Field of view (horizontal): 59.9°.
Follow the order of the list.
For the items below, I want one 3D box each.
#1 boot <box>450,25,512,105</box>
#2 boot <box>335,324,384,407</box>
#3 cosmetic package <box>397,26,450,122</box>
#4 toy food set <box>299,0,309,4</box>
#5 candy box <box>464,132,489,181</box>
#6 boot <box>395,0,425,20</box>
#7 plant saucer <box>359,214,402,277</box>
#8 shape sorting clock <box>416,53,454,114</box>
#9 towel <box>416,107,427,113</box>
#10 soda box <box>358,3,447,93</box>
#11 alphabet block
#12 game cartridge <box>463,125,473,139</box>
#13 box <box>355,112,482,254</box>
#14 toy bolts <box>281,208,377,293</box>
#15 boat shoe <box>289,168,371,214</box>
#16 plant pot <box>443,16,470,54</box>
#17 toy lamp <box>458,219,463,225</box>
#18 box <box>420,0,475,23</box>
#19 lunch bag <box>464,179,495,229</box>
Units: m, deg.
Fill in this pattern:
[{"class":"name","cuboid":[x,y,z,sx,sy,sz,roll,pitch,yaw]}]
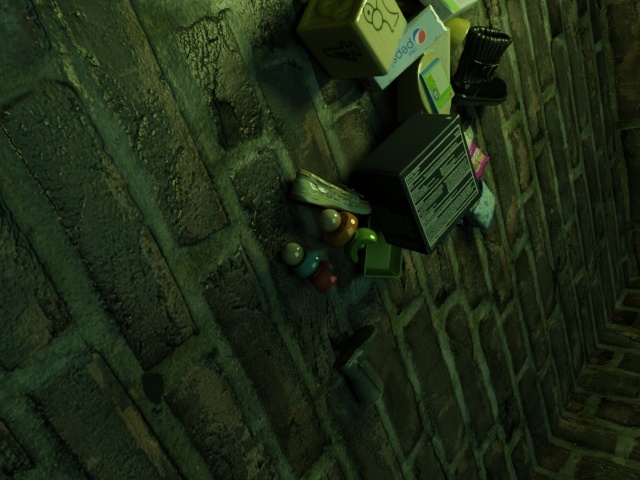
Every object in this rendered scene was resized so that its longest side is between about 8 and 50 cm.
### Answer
[{"class":"boot","cuboid":[0.606,-0.624,1.991,0.348,0.131,0.260,-19,136,-43]},{"class":"boot","cuboid":[0.148,0.388,1.711,0.189,0.076,0.208,-47,119,-16]},{"class":"cosmetic package","cuboid":[0.337,-0.539,1.809,0.160,0.113,0.309,-4,97,-45]},{"class":"toy food set","cuboid":[-0.041,-0.667,1.470,0.082,0.020,0.083,42,63,-40]},{"class":"candy box","cuboid":[0.467,-0.300,1.941,0.233,0.071,0.159,41,63,-18]},{"class":"boot","cuboid":[0.270,-0.745,1.724,0.305,0.115,0.112,-2,96,-45]},{"class":"plant saucer","cuboid":[0.187,0.021,1.743,0.188,0.045,0.188,6,89,-47]},{"class":"shape sorting clock","cuboid":[0.351,-0.473,1.720,0.206,0.040,0.206,11,74,-46]},{"class":"towel","cuboid":[0.296,-0.313,1.762,0.144,0.029,0.197,20,120,-46]},{"class":"soda box","cuboid":[0.233,-0.562,1.636,0.286,0.091,0.098,-44,109,-11]},{"class":"alphabet block","cuboid":[0.087,-0.566,1.472,0.197,0.194,0.192,42,62,-48]},{"class":"game cartridge","cuboid":[0.560,-0.396,2.123,0.083,0.017,0.056,-48,129,-32]},{"class":"box","cuboid":[0.296,-0.174,1.633,0.296,0.183,0.294,-44,128,-25]},{"class":"toy bolts","cuboid":[0.000,0.000,1.492,0.158,0.218,0.228,37,99,-27]},{"class":"boat shoe","cuboid":[0.041,-0.126,1.538,0.285,0.105,0.089,10,89,-46]},{"class":"plant pot","cuboid":[0.431,-0.711,1.896,0.095,0.134,0.134,28,70,-11]},{"class":"toy lamp","cuboid":[0.515,-0.192,2.050,0.080,0.080,0.274,18,83,-46]},{"class":"box","cuboid":[0.369,-0.807,1.744,0.232,0.058,0.322,48,40,-2]},{"class":"lunch bag","cuboid":[0.612,-0.140,2.138,0.129,0.096,0.151,40,74,-40]}]
